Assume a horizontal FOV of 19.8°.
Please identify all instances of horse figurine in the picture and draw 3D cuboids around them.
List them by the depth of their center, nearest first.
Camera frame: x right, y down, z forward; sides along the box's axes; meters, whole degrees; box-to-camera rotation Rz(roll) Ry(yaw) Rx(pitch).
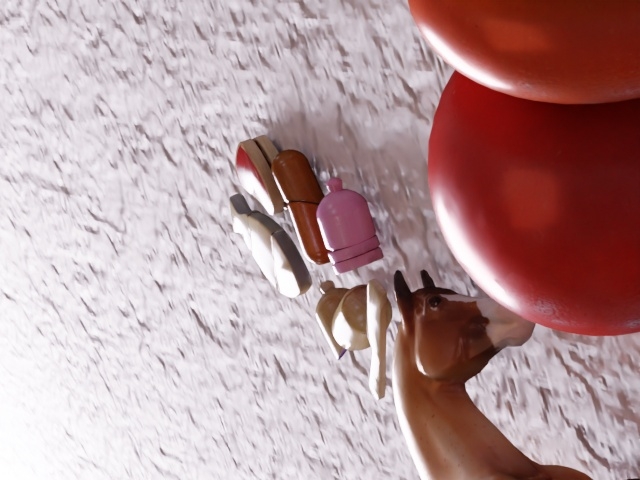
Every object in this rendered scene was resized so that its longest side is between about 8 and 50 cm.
[{"bbox_3d":[0.095,0.147,0.602,0.174,0.066,0.263,8,118,49],"label":"horse figurine"}]

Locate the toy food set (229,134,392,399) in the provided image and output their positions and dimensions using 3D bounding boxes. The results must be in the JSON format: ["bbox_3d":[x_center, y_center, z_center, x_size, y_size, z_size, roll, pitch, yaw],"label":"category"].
[{"bbox_3d":[0.000,0.000,0.690,0.122,0.019,0.078,51,153,41],"label":"toy food set"}]

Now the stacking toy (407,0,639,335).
[{"bbox_3d":[0.055,-0.117,0.399,0.141,0.141,0.330,36,148,42],"label":"stacking toy"}]
